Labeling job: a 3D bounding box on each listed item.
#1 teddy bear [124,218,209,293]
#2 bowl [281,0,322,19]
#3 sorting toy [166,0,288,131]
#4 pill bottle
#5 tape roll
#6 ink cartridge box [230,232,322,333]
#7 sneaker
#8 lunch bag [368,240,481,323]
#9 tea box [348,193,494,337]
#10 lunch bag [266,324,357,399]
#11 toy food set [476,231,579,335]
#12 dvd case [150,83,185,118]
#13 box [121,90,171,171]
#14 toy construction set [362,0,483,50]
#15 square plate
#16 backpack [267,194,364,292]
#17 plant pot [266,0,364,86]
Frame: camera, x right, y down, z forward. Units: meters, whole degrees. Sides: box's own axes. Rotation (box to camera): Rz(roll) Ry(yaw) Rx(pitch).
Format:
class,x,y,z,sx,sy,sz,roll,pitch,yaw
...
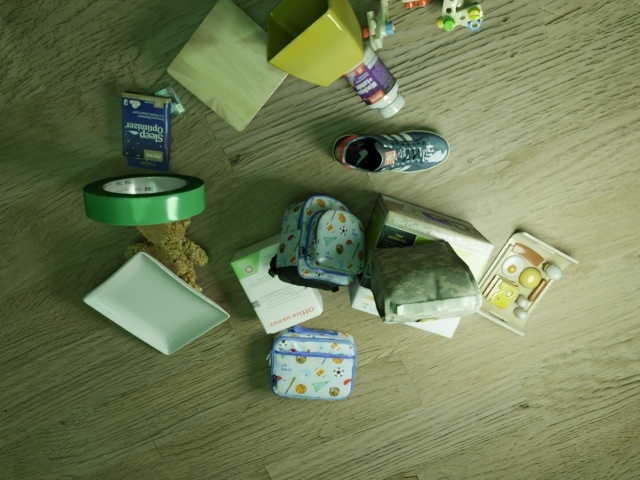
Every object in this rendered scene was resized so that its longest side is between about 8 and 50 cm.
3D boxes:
class,x,y,z,sx,sy,sz,roll,pitch,yaw
teddy bear,-0.481,0.049,1.613,0.245,0.113,0.337,-15,116,12
bowl,-0.031,-0.679,1.392,0.142,0.053,0.141,16,108,-8
sorting toy,-0.244,-0.487,1.424,0.257,0.089,0.255,39,99,-13
pill bottle,0.151,-0.445,1.436,0.108,0.108,0.193,-41,116,12
tape roll,-0.489,-0.122,1.429,0.322,0.321,0.077,1,108,-1
ink cartridge box,-0.135,0.133,1.628,0.199,0.114,0.272,-22,107,7
sneaker,0.213,-0.251,1.488,0.351,0.148,0.131,-3,108,0
lunch bag,0.258,0.123,1.309,0.236,0.287,0.168,-6,108,0
tea box,0.290,0.072,1.560,0.329,0.220,0.323,19,108,-7
lunch bag,-0.032,0.413,1.727,0.304,0.115,0.242,5,106,-3
toy food set,0.661,0.145,1.656,0.220,0.092,0.306,27,106,-10
dvd case,-0.472,-0.394,1.501,0.120,0.013,0.087,-26,107,9
box,-0.515,-0.317,1.503,0.137,0.036,0.225,8,113,1
toy construction set,0.267,-0.641,1.371,0.328,0.151,0.215,-11,133,10
square plate,-0.520,0.204,1.617,0.344,0.049,0.347,-33,118,29
backpack,0.000,0.000,1.496,0.213,0.263,0.277,-20,154,39
plant pot,0.000,-0.538,1.336,0.212,0.212,0.187,-28,138,33
